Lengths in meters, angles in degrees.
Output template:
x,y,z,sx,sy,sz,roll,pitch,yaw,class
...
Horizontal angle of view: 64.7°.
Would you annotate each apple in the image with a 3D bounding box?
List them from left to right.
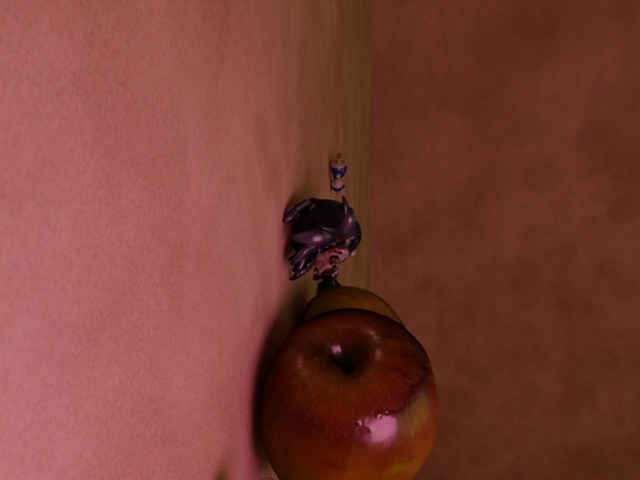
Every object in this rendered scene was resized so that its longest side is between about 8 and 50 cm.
x,y,z,sx,sy,sz,roll,pitch,yaw,class
0.062,0.340,1.024,0.384,0.375,0.373,-50,144,-50,apple

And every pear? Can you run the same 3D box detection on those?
x,y,z,sx,sy,sz,roll,pitch,yaw,class
0.088,0.269,1.314,0.304,0.304,0.303,3,90,-79,pear

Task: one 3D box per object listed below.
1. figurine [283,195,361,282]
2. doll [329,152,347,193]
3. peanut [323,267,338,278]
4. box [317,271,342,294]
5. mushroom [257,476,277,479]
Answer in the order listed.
x,y,z,sx,sy,sz,roll,pitch,yaw,class
0.010,-0.006,1.180,0.265,0.175,0.196,22,66,-87,figurine
0.058,-0.218,1.679,0.098,0.058,0.142,-88,180,-57,doll
0.033,0.100,1.637,0.113,0.054,0.053,69,26,-66,peanut
0.040,0.253,1.559,0.210,0.045,0.270,54,35,-39,box
-0.106,0.530,0.780,0.159,0.122,0.328,-25,128,-35,mushroom
